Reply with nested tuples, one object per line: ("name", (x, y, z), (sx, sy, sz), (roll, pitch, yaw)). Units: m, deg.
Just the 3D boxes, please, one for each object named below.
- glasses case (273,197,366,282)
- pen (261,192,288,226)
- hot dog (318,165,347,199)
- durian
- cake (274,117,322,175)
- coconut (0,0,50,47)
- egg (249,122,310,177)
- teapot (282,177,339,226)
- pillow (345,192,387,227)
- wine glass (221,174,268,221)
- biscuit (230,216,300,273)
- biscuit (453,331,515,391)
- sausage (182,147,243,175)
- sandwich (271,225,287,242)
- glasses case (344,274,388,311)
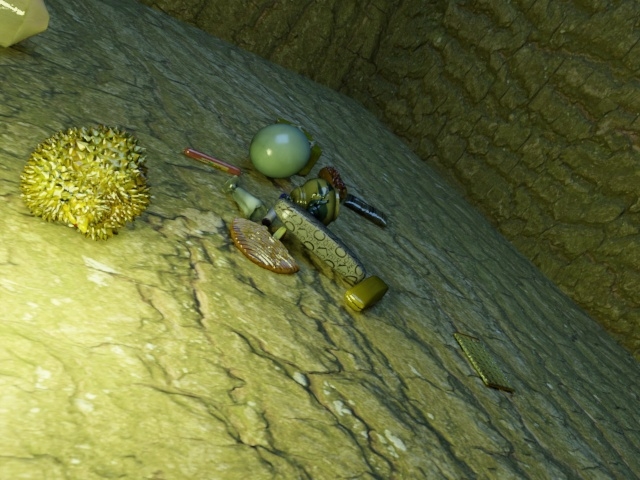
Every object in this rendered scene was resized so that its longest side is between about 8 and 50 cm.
("glasses case", (0.000, 0.000, 1.742), (0.355, 0.085, 0.137), (42, 4, -7))
("pen", (-0.147, -0.103, 1.872), (0.033, 0.033, 0.269), (32, 22, -4))
("hot dog", (0.058, -0.246, 2.371), (0.102, 0.076, 0.249), (27, 23, -25))
("durian", (-0.499, -0.129, 1.213), (0.258, 0.258, 0.293), (36, 34, 5))
("cake", (-0.120, -0.397, 2.349), (0.179, 0.156, 0.260), (20, 24, -44))
("coconut", (-0.966, -0.728, 1.750), (0.259, 0.259, 0.259), (28, 23, -13))
("egg", (-0.148, -0.331, 2.101), (0.203, 0.202, 0.283), (40, 28, 14))
("teapot", (-0.043, -0.130, 1.922), (0.183, 0.172, 0.269), (1, 23, -17))
("pillow", (0.193, -0.129, 2.366), (0.204, 0.038, 0.113), (30, 23, -7))
("wine glass", (-0.235, -0.130, 1.759), (0.155, 0.072, 0.072), (45, 25, 26))
("biscuit", (-0.155, 0.015, 1.606), (0.229, 0.031, 0.176), (26, 32, -9))
("biscuit", (0.517, 0.383, 1.811), (0.139, 0.016, 0.231), (20, 26, -31))
("sausage", (-0.359, -0.264, 1.912), (0.223, 0.029, 0.029), (20, 26, -29))
("sandwich", (-0.130, -0.002, 1.690), (0.031, 0.044, 0.083), (35, 65, 14))
("glasses case", (0.140, 0.157, 1.695), (0.079, 0.064, 0.234), (46, 25, 11))
